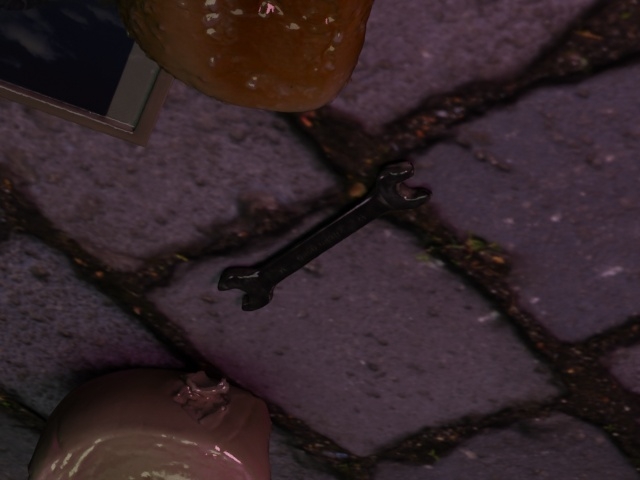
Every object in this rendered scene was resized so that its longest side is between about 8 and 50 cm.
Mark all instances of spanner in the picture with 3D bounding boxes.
[{"bbox_3d":[0.000,0.000,1.228,0.054,0.015,0.254,33,136,-25],"label":"spanner"}]

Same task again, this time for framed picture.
[{"bbox_3d":[-0.232,-0.180,1.061,0.281,0.019,0.209,18,141,-10],"label":"framed picture"}]

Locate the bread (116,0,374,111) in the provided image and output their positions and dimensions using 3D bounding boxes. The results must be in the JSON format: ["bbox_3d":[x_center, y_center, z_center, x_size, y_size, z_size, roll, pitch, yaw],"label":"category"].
[{"bbox_3d":[-0.049,-0.203,0.853,0.176,0.195,0.246,9,141,-5],"label":"bread"}]

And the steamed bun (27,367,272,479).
[{"bbox_3d":[-0.161,0.195,1.395,0.239,0.170,0.152,6,118,2],"label":"steamed bun"}]
